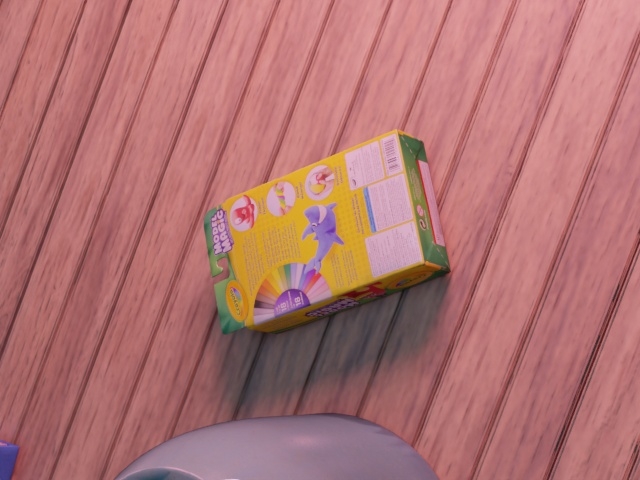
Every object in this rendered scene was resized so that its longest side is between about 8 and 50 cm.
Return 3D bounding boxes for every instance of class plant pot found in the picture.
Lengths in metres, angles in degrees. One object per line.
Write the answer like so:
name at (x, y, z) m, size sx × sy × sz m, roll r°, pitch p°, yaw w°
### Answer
plant pot at (-0.060, 0.280, 1.199) m, size 0.293 × 0.235 × 0.293 m, roll -7°, pitch 77°, yaw 32°

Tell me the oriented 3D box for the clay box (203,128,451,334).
clay box at (0.000, 0.000, 1.325) m, size 0.222 × 0.053 × 0.127 m, roll -21°, pitch 70°, yaw 30°

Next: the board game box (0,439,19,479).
board game box at (-0.414, 0.291, 1.530) m, size 0.160 × 0.047 × 0.210 m, roll 15°, pitch 89°, yaw 23°
